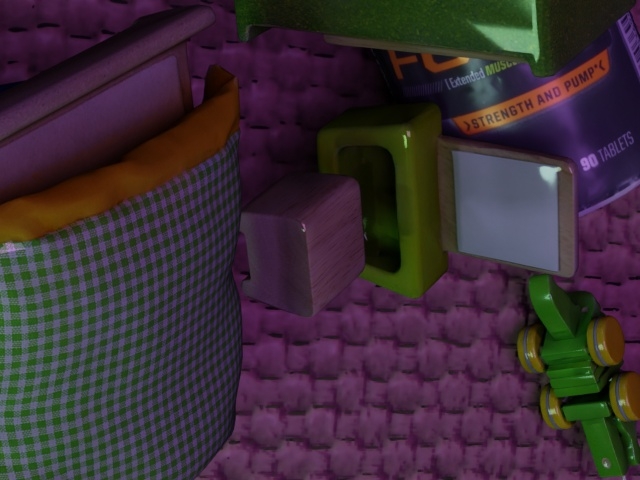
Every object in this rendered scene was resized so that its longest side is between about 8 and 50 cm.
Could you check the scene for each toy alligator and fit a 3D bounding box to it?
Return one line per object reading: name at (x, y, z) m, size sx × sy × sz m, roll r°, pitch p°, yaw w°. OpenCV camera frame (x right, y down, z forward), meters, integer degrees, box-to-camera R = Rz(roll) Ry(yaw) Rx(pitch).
toy alligator at (0.166, 0.094, 0.838) m, size 0.051 × 0.056 × 0.190 m, roll -45°, pitch 117°, yaw -49°

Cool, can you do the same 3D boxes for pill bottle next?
pill bottle at (0.079, -0.135, 0.723) m, size 0.130 × 0.130 × 0.246 m, roll -30°, pitch 107°, yaw -11°

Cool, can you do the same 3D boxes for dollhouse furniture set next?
dollhouse furniture set at (0.000, 0.000, 0.567) m, size 0.301 × 0.151 × 0.197 m, roll -40°, pitch 133°, yaw -48°

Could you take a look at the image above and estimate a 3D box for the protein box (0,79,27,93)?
protein box at (-0.188, 0.055, 0.646) m, size 0.200 × 0.136 × 0.201 m, roll -12°, pitch 116°, yaw -16°
